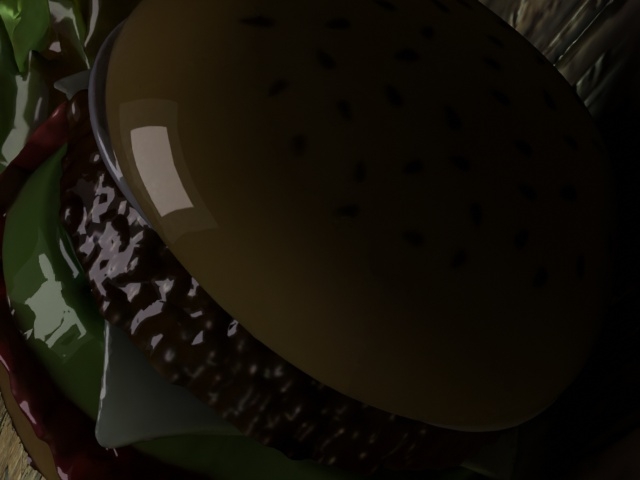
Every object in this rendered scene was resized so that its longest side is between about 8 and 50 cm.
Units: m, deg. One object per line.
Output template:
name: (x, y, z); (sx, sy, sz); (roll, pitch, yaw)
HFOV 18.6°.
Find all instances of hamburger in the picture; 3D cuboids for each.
hamburger: (0.000, -0.002, 0.518); (0.137, 0.175, 0.175); (-52, 33, 41)

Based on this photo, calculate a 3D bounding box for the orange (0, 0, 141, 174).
orange: (-0.066, -0.106, 0.734); (0.262, 0.196, 0.334); (-82, 6, -74)
